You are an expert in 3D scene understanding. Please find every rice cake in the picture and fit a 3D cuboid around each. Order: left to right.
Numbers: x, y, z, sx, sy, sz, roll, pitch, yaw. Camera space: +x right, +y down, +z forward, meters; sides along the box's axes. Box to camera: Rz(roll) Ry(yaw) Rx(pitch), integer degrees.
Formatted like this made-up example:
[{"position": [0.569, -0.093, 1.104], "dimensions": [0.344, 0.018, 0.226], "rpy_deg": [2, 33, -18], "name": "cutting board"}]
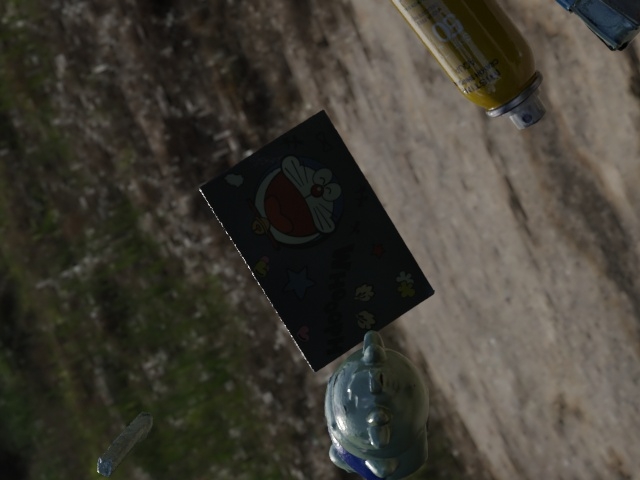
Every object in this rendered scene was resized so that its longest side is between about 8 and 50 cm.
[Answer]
[{"position": [-0.214, 0.224, 1.453], "dimensions": [0.121, 0.021, 0.022], "rpy_deg": [-50, -24, -67], "name": "rice cake"}]

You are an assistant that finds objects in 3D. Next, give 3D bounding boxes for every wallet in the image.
[{"position": [0.299, -0.317, 1.496], "dimensions": [0.202, 0.141, 0.059], "rpy_deg": [40, 144, 1], "name": "wallet"}]

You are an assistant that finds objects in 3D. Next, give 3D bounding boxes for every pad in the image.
[{"position": [0.000, 0.000, 1.467], "dimensions": [0.245, 0.170, 0.006], "rpy_deg": [59, 172, -6], "name": "pad"}]

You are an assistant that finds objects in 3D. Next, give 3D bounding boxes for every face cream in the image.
[{"position": [0.158, -0.280, 1.597], "dimensions": [0.349, 0.105, 0.105], "rpy_deg": [50, 165, -14], "name": "face cream"}]

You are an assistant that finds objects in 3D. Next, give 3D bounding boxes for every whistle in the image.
[{"position": [0.050, 0.155, 1.146], "dimensions": [0.244, 0.092, 0.110], "rpy_deg": [80, -175, -67], "name": "whistle"}]
